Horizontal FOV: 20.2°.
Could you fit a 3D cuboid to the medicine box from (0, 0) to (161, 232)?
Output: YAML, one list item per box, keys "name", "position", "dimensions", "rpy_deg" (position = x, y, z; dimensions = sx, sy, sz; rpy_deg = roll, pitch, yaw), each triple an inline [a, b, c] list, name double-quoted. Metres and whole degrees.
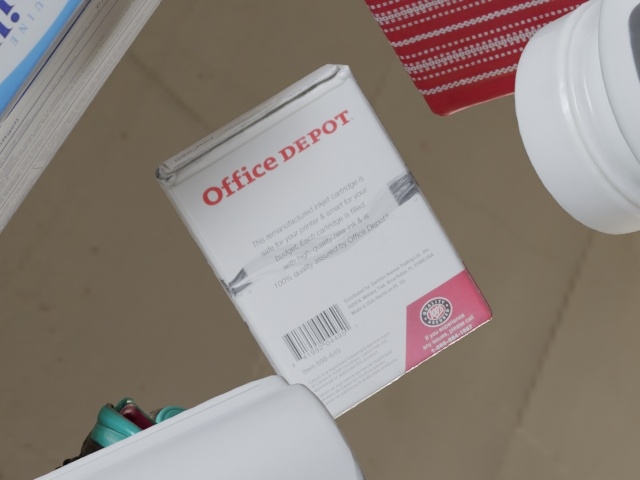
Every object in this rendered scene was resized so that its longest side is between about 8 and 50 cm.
- name: "medicine box"
  position: [-0.246, -0.124, 1.240]
  dimensions: [0.263, 0.149, 0.289]
  rpy_deg: [-54, 0, 4]

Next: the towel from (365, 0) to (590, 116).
- name: "towel"
  position: [0.128, -0.214, 1.405]
  dimensions: [0.275, 0.199, 0.031]
  rpy_deg: [55, -153, -42]

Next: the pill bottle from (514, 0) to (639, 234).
- name: "pill bottle"
  position: [0.256, -0.105, 0.918]
  dimensions: [0.176, 0.318, 0.176]
  rpy_deg: [15, -114, -38]

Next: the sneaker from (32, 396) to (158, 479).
- name: "sneaker"
  position: [-0.225, 0.241, 1.756]
  dimensions: [0.124, 0.295, 0.178]
  rpy_deg: [48, -122, -31]

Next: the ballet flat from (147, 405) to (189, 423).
- name: "ballet flat"
  position: [-0.079, 0.429, 2.334]
  dimensions: [0.483, 0.182, 0.164]
  rpy_deg: [40, -147, 5]

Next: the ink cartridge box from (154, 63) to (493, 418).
- name: "ink cartridge box"
  position: [0.000, 0.000, 1.323]
  dimensions: [0.158, 0.092, 0.218]
  rpy_deg: [-32, -78, -5]

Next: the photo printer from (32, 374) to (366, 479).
- name: "photo printer"
  position: [-0.124, 0.217, 0.881]
  dimensions: [0.307, 0.107, 0.256]
  rpy_deg: [-23, -36, -18]
